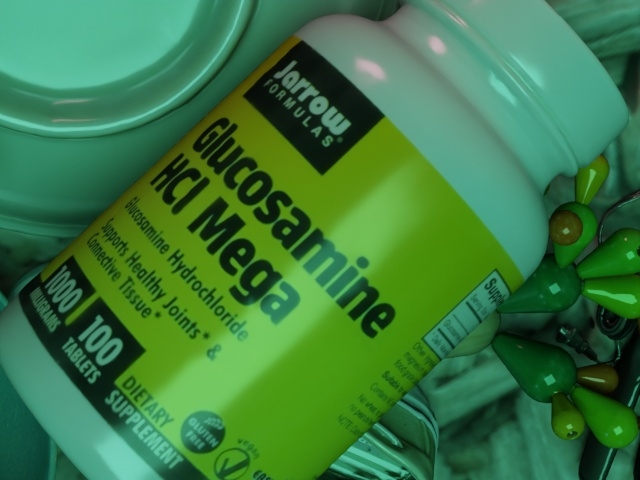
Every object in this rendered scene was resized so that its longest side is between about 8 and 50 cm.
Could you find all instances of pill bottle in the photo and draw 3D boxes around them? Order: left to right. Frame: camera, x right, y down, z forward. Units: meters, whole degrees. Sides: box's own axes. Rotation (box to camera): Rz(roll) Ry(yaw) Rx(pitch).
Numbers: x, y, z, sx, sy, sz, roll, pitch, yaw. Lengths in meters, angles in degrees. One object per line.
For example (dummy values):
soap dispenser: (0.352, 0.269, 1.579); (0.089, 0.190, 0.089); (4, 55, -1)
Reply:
pill bottle: (0.000, 0.000, 0.836); (0.334, 0.188, 0.188); (-44, 107, -1)

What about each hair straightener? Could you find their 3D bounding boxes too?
hair straightener: (0.203, 0.064, 1.003); (0.089, 0.047, 0.230); (9, 109, -6)

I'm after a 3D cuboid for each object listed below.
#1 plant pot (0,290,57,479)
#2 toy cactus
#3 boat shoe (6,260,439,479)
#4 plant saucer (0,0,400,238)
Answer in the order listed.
plant pot: (-0.330, 0.138, 0.908); (0.290, 0.290, 0.195); (36, 141, -14)
toy cactus: (0.124, 0.042, 0.959); (0.180, 0.112, 0.219); (-21, 102, 24)
boat shoe: (-0.058, 0.093, 0.975); (0.302, 0.094, 0.109); (19, 108, -10)
plant saucer: (-0.142, -0.173, 0.863); (0.400, 0.100, 0.400); (-1, 112, -4)
